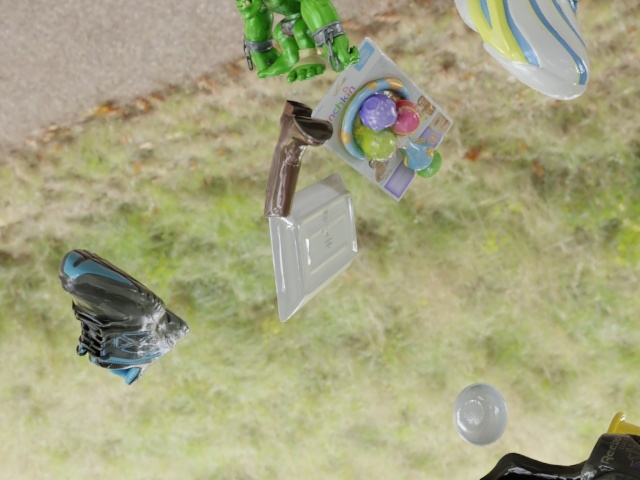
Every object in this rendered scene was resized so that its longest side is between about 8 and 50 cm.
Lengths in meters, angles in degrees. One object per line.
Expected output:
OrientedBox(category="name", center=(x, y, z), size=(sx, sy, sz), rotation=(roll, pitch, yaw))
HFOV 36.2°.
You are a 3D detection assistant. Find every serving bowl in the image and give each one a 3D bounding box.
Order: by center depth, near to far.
OrientedBox(category="serving bowl", center=(0.208, 0.231, 1.302), size=(0.083, 0.083, 0.027), rotation=(-14, 180, -26))

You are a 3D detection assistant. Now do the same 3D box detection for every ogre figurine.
OrientedBox(category="ogre figurine", center=(-0.034, -0.227, 0.996), size=(0.097, 0.118, 0.197), rotation=(-18, -163, -5))

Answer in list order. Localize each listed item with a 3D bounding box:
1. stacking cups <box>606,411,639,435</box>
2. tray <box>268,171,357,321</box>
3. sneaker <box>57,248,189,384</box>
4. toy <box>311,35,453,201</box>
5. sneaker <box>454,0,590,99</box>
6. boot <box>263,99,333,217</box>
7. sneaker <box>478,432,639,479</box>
OrientedBox(category="stacking cups", center=(0.350, 0.205, 0.674), size=(0.316, 0.096, 0.096), rotation=(12, 180, 25))
OrientedBox(category="tray", center=(0.000, 0.000, 1.277), size=(0.030, 0.145, 0.270), rotation=(-3, -168, 20))
OrientedBox(category="sneaker", center=(-0.298, 0.124, 1.433), size=(0.139, 0.125, 0.341), rotation=(-52, 155, -10))
OrientedBox(category="toy", center=(0.094, -0.141, 1.259), size=(0.137, 0.056, 0.237), rotation=(-55, 142, 2))
OrientedBox(category="sneaker", center=(0.150, -0.222, 0.697), size=(0.091, 0.240, 0.126), rotation=(-1, 149, -43))
OrientedBox(category="boot", center=(-0.025, -0.063, 0.914), size=(0.037, 0.106, 0.114), rotation=(11, 110, -17))
OrientedBox(category="sneaker", center=(0.217, 0.180, 0.598), size=(0.283, 0.124, 0.107), rotation=(-16, -169, 38))
